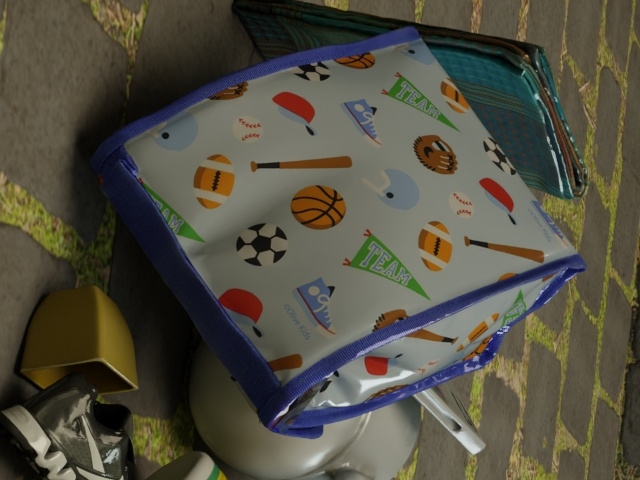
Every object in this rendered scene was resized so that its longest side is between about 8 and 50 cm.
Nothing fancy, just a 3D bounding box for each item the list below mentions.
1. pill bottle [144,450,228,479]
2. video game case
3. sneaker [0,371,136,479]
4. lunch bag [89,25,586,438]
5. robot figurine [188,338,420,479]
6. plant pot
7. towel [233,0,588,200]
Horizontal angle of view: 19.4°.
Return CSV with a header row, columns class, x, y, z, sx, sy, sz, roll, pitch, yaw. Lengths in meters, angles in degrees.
class,x,y,z,sx,sy,sz,roll,pitch,yaw
pill bottle,-0.098,0.319,1.831,0.208,0.117,0.117,54,33,-11
video game case,0.090,0.116,2.050,0.193,0.023,0.212,47,11,-41
sneaker,-0.201,0.203,1.684,0.106,0.078,0.234,-40,137,-16
lunch bag,0.000,0.000,1.811,0.385,0.328,0.239,-18,154,-44
robot figurine,-0.016,0.170,2.018,0.300,0.199,0.353,56,8,24
plant pot,-0.215,0.088,1.685,0.081,0.081,0.083,51,35,-58
towel,0.101,-0.158,2.064,0.040,0.370,0.271,-63,149,-22
